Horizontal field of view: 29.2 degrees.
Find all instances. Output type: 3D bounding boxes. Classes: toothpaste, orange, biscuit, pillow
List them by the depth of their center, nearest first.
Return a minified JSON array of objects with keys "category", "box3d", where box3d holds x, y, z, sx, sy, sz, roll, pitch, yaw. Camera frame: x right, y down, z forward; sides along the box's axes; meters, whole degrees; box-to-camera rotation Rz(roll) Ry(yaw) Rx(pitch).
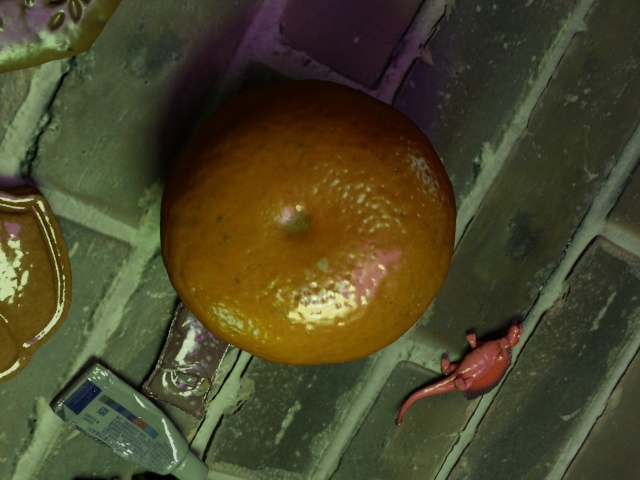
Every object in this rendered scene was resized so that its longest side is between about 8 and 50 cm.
[{"category":"biscuit","box3d":[-0.409,-0.390,1.615,0.359,0.046,0.359,-9,113,-21]},{"category":"biscuit","box3d":[-0.560,0.091,1.738,0.455,0.078,0.349,-41,126,-4]},{"category":"orange","box3d":[-0.016,-0.023,1.770,0.424,0.326,0.423,0,87,2]},{"category":"pillow","box3d":[-0.207,0.188,1.954,0.118,0.043,0.185,21,99,-22]},{"category":"toothpaste","box3d":[-0.291,0.306,1.957,0.282,0.068,0.099,41,70,-25]}]

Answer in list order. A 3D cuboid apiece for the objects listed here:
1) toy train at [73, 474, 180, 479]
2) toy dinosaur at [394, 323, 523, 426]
[{"category":"toy train","box3d":[-0.313,0.420,1.994,0.202,0.060,0.081,8,101,-27]},{"category":"toy dinosaur","box3d":[0.260,0.255,2.201,0.286,0.070,0.139,-41,144,-2]}]
